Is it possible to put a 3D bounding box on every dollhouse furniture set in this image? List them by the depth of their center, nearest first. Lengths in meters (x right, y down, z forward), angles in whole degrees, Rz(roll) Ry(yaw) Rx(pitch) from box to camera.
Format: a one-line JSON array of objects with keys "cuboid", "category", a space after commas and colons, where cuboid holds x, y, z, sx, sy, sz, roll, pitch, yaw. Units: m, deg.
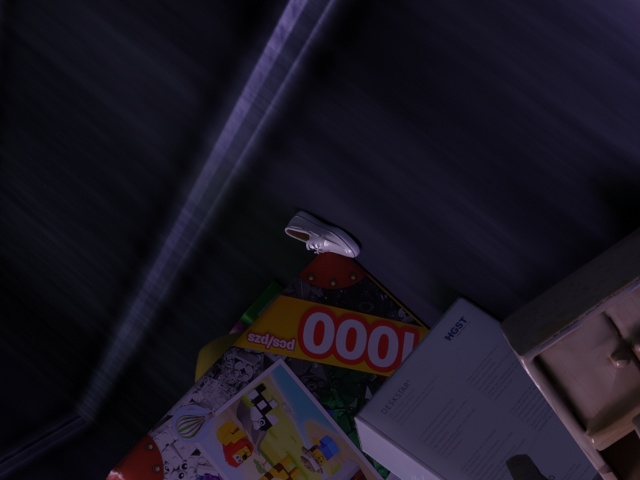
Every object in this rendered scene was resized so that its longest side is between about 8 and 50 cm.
[{"cuboid": [0.301, 0.188, 1.097, 0.256, 0.362, 0.394, 53, -174, -21], "category": "dollhouse furniture set"}]

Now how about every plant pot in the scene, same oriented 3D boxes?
[{"cuboid": [-0.110, 0.176, 1.974, 0.134, 0.134, 0.095, 103, 145, -67], "category": "plant pot"}]

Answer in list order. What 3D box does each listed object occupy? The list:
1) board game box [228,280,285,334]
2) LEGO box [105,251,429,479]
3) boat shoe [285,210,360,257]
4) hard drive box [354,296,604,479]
[{"cuboid": [-0.026, 0.195, 2.104, 0.242, 0.064, 0.316, 43, 160, 2], "category": "board game box"}, {"cuboid": [0.057, 0.316, 1.744, 0.500, 0.372, 0.193, 42, 159, 3], "category": "LEGO box"}, {"cuboid": [0.000, 0.000, 1.713, 0.100, 0.035, 0.035, 30, 155, 34], "category": "boat shoe"}, {"cuboid": [0.181, 0.197, 1.557, 0.232, 0.181, 0.089, 35, 159, 24], "category": "hard drive box"}]
